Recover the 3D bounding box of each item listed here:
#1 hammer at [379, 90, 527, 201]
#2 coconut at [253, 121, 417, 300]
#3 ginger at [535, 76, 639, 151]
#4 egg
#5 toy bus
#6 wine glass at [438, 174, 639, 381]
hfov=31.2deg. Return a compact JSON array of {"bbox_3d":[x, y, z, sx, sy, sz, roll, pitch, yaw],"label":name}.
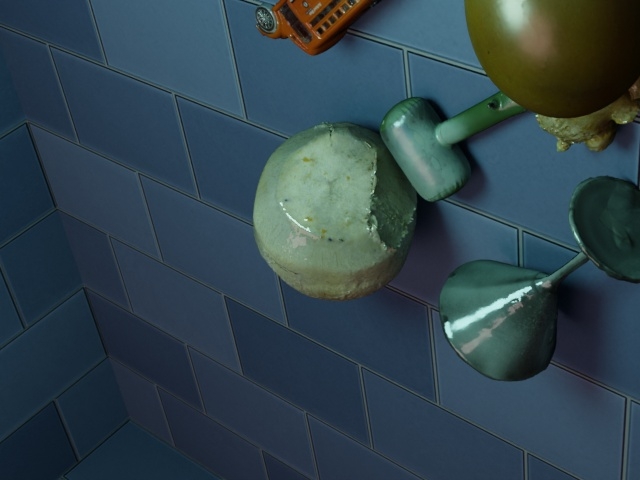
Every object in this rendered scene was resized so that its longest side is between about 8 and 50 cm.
[{"bbox_3d":[0.264,-0.206,2.125,0.206,0.119,0.335,53,141,-9],"label":"hammer"},{"bbox_3d":[0.033,-0.054,2.347,0.346,0.346,0.360,42,167,13],"label":"coconut"},{"bbox_3d":[0.436,-0.224,1.892,0.157,0.102,0.216,20,139,-2],"label":"ginger"},{"bbox_3d":[0.353,-0.355,1.687,0.282,0.282,0.351,-4,100,52],"label":"egg"},{"bbox_3d":[0.014,-0.454,2.131,0.153,0.143,0.329,53,146,-5],"label":"toy bus"},{"bbox_3d":[0.425,0.070,2.077,0.267,0.267,0.406,48,144,3],"label":"wine glass"}]
